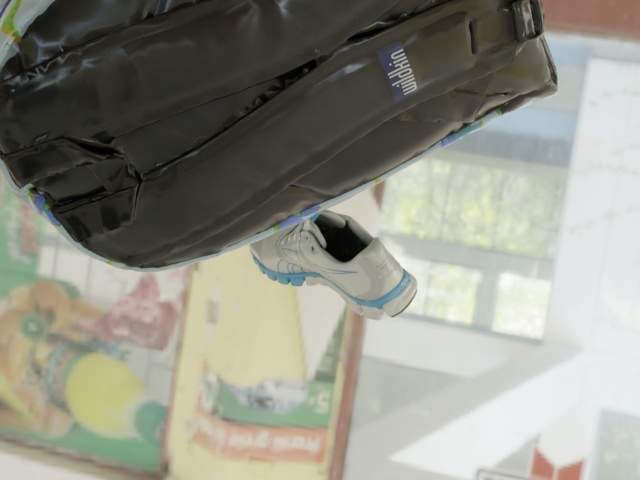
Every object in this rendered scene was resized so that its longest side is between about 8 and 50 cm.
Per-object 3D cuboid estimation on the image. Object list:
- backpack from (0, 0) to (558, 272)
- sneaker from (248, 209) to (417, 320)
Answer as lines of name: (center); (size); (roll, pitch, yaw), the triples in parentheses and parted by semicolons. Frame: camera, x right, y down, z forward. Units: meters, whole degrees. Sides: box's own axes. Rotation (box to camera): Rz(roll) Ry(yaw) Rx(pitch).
backpack: (-0.063, -0.134, 0.843); (0.273, 0.355, 0.290); (35, 162, 54)
sneaker: (0.000, 0.000, 1.057); (0.190, 0.071, 0.083); (17, 147, 43)
